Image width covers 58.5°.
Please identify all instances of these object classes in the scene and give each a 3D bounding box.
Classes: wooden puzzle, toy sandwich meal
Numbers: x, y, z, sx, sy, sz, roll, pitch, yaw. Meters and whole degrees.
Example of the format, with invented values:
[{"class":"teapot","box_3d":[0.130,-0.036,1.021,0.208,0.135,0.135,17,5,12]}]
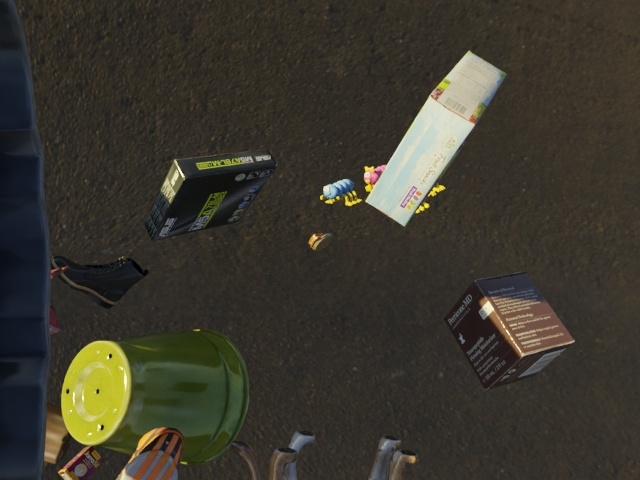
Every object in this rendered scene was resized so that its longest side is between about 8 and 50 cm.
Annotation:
[{"class":"wooden puzzle","box_3d":[-0.297,0.040,0.596,0.049,0.083,0.006,-18,99,-8]},{"class":"toy sandwich meal","box_3d":[0.000,0.000,1.828,0.086,0.085,0.029,-31,67,-24]}]

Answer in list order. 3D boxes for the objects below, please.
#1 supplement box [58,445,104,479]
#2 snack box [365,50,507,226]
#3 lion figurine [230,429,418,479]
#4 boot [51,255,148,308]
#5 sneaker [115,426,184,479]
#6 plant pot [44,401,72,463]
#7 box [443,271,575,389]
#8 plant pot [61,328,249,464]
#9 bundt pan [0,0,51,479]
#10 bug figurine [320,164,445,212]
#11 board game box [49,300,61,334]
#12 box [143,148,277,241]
[{"class":"supplement box","box_3d":[-0.574,0.545,1.373,0.055,0.043,0.083,53,43,-8]},{"class":"snack box","box_3d":[0.159,-0.142,0.773,0.070,0.174,0.207,33,41,4]},{"class":"lion figurine","box_3d":[0.030,0.427,0.868,0.392,0.142,0.240,13,86,-20]},{"class":"boot","box_3d":[-0.529,0.065,1.371,0.137,0.077,0.198,-38,135,5]},{"class":"sneaker","box_3d":[-0.356,0.496,1.090,0.125,0.180,0.321,40,96,-4]},{"class":"plant pot","box_3d":[-0.727,0.488,1.471,0.165,0.167,0.166,22,77,-5]},{"class":"box","box_3d":[0.433,0.208,1.333,0.167,0.168,0.203,-7,53,-27]},{"class":"plant pot","box_3d":[-0.435,0.386,1.452,0.353,0.367,0.366,27,74,-55]},{"class":"bundt pan","box_3d":[-0.183,0.014,0.191,0.124,0.331,0.330,-1,87,-17]},{"class":"bug figurine","box_3d":[0.145,-0.127,1.317,0.216,0.279,0.072,-27,115,-41]},{"class":"board game box","box_3d":[-0.675,0.083,1.253,0.056,0.347,0.208,-17,74,-11]},{"class":"box","box_3d":[-0.193,-0.079,0.995,0.184,0.190,0.045,-18,70,-42]}]
